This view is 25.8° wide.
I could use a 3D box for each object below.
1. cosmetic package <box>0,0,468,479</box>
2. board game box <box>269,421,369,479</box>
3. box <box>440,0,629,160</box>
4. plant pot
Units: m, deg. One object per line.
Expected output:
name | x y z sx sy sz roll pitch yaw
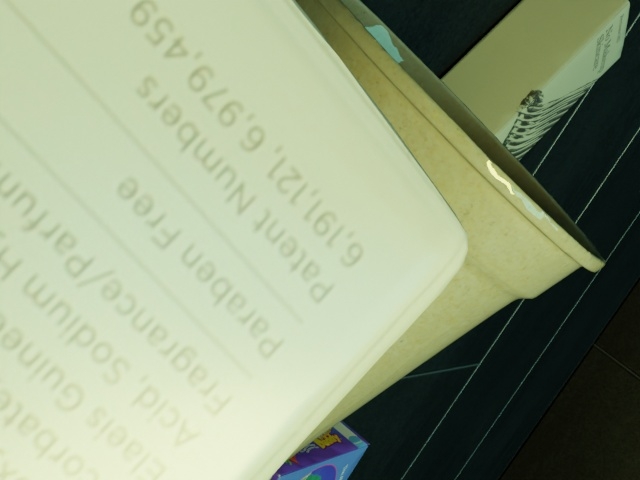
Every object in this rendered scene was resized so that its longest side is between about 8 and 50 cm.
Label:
cosmetic package | -0.246 0.002 0.419 0.393 0.329 0.327 -47 119 -12
board game box | -0.103 0.384 1.752 0.347 0.078 0.233 -59 157 17
box | 0.209 -0.166 1.506 0.275 0.094 0.113 -45 157 -16
plant pot | 0.000 0.000 1.119 0.305 0.334 0.334 -44 159 11
